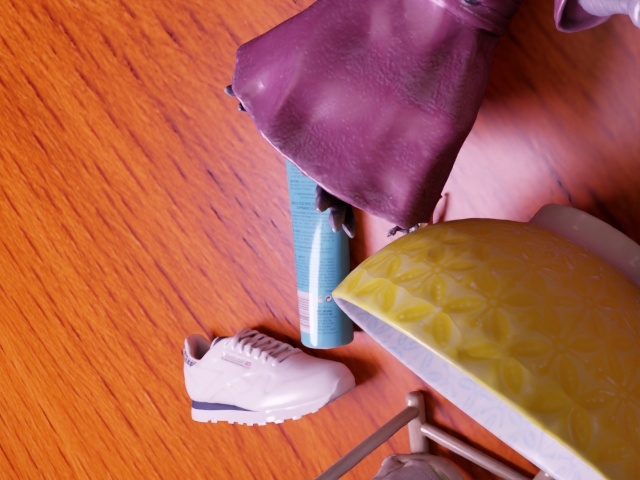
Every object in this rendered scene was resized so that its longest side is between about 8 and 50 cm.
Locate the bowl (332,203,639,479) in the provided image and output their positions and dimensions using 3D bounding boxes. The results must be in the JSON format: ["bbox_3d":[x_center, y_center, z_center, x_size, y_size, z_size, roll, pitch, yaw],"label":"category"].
[{"bbox_3d":[0.168,0.068,0.665,0.289,0.289,0.156,35,82,25],"label":"bowl"}]

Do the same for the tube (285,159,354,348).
[{"bbox_3d":[0.000,0.000,0.876,0.080,0.052,0.207,4,103,33],"label":"tube"}]

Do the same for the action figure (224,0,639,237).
[{"bbox_3d":[0.109,-0.183,0.662,0.248,0.276,0.370,40,109,-1],"label":"action figure"}]

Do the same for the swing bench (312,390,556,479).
[{"bbox_3d":[0.063,0.318,0.801,0.165,0.253,0.255,25,120,31],"label":"swing bench"}]

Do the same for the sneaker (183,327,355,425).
[{"bbox_3d":[-0.066,0.141,0.959,0.235,0.090,0.095,-11,90,40],"label":"sneaker"}]

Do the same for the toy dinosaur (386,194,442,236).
[{"bbox_3d":[0.092,0.018,0.811,0.090,0.047,0.082,-30,104,32],"label":"toy dinosaur"}]
